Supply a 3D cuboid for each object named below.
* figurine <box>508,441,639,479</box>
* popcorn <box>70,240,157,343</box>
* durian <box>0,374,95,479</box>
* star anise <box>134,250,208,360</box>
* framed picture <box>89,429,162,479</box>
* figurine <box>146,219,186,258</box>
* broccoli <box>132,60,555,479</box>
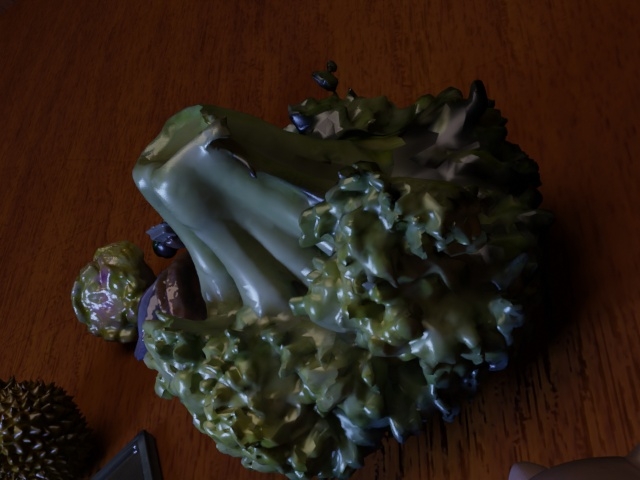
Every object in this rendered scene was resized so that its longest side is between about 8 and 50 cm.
[{"bbox_3d":[0.157,0.176,0.688,0.125,0.125,0.138,-24,52,36],"label":"figurine"},{"bbox_3d":[-0.222,0.056,1.372,0.097,0.109,0.089,-6,3,5],"label":"popcorn"},{"bbox_3d":[-0.308,0.208,1.256,0.158,0.137,0.168,-44,2,38],"label":"durian"},{"bbox_3d":[-0.085,0.040,1.139,0.229,0.093,0.236,-39,-2,19],"label":"star anise"},{"bbox_3d":[-0.206,0.319,1.102,0.213,0.016,0.289,-44,29,8],"label":"framed picture"},{"bbox_3d":[-0.128,-0.027,1.344,0.147,0.093,0.197,-48,28,22],"label":"figurine"},{"bbox_3d":[-0.008,0.001,0.947,0.348,0.281,0.293,-34,32,23],"label":"broccoli"}]
